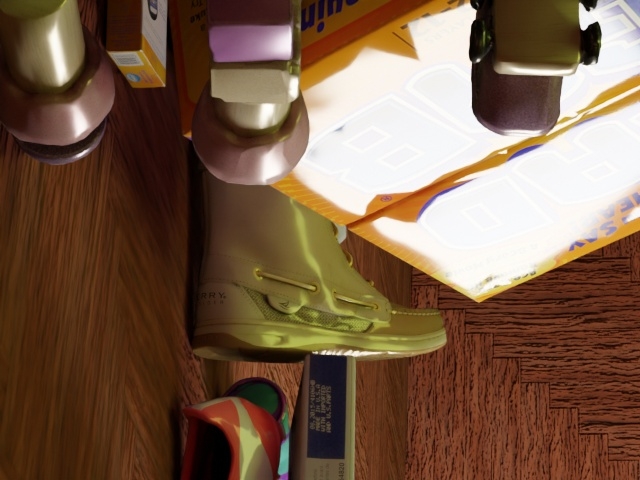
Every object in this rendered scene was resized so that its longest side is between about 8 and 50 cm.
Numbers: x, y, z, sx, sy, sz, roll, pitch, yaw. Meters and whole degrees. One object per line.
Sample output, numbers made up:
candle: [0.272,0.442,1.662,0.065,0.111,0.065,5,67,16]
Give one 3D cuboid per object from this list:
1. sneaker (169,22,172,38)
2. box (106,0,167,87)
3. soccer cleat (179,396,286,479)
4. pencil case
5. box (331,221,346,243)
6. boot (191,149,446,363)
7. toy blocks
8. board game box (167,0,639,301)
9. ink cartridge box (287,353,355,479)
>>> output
sneaker: [-0.060,-0.234,1.611,0.146,0.134,0.343,60,20,-16]
box: [-0.124,-0.181,1.364,0.081,0.028,0.136,61,26,-74]
soccer cleat: [-0.079,0.243,1.526,0.095,0.083,0.248,14,79,-52]
pencil case: [-0.050,0.187,1.730,0.152,0.064,0.070,80,-13,-47]
box: [-0.030,-0.045,1.771,0.087,0.101,0.102,-37,126,-81]
boot: [0.000,0.000,1.669,0.262,0.095,0.204,4,79,-40]
toy blocks: [-0.018,-0.164,1.113,0.260,0.308,0.289,94,-1,-67]
board game box: [0.132,-0.227,1.390,0.356,0.356,0.356,29,44,-47]
ink cartridge box: [-0.004,0.235,1.591,0.224,0.045,0.223,98,-6,-59]
